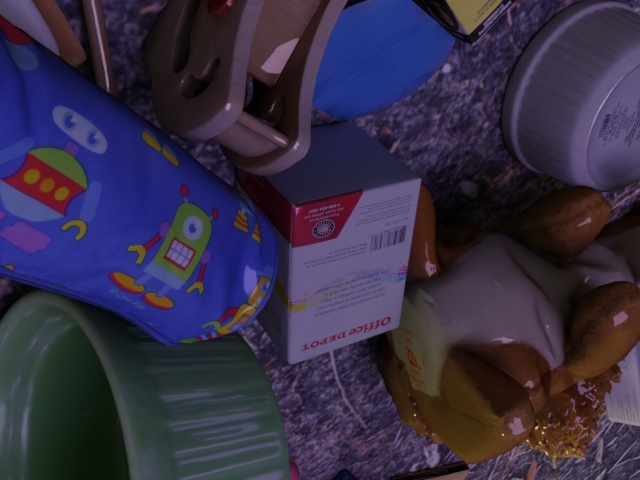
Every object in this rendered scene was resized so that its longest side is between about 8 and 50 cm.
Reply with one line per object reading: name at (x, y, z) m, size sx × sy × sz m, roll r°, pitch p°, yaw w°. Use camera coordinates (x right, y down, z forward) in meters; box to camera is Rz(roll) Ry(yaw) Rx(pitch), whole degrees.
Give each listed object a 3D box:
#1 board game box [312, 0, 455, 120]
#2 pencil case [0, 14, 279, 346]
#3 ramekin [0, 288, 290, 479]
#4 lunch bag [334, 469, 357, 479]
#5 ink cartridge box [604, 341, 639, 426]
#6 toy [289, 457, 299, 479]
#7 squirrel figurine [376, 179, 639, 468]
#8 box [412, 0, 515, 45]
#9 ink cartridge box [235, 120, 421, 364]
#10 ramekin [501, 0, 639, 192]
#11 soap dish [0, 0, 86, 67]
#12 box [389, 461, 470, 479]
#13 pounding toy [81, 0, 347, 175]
board game box at (0.037, -0.167, 0.626) m, size 0.133 × 0.033 × 0.168 m, roll -31°, pitch 157°, yaw 27°
pencil case at (-0.141, -0.021, 0.419) m, size 0.306 × 0.119 × 0.133 m, roll 38°, pitch 67°, yaw -59°
ramekin at (-0.162, 0.191, 0.593) m, size 0.148 × 0.303 × 0.303 m, roll 2°, pitch 120°, yaw -44°
lunch bag at (0.009, 0.512, 0.980) m, size 0.293 × 0.221 × 0.138 m, roll -44°, pitch 126°, yaw 4°
ink cartridge box at (0.474, 0.099, 1.085) m, size 0.296 × 0.066 × 0.261 m, roll 58°, pitch 47°, yaw -44°
toy at (-0.053, 0.293, 0.828) m, size 0.056 × 0.137 × 0.237 m, roll -8°, pitch 128°, yaw 12°
squirrel figurine at (0.265, 0.090, 0.821) m, size 0.370 × 0.281 × 0.397 m, roll -17°, pitch 147°, yaw -14°
box at (0.068, -0.260, 0.566) m, size 0.058 × 0.087 × 0.232 m, roll -47°, pitch 136°, yaw 4°
ink cartridge box at (0.000, 0.000, 0.675) m, size 0.128 × 0.127 × 0.176 m, roll -14°, pitch 128°, yaw -25°
ramekin at (0.316, -0.151, 0.795) m, size 0.207 × 0.109 × 0.207 m, roll -18°, pitch 130°, yaw -23°
soap dish at (-0.313, -0.129, 0.379) m, size 0.290 × 0.118 × 0.229 m, roll -33°, pitch 134°, yaw -10°
box at (0.149, 0.455, 1.179) m, size 0.164 × 0.021 × 0.201 m, roll 1°, pitch 119°, yaw -35°
pounding toy at (-0.076, -0.150, 0.499) m, size 0.154 × 0.154 × 0.270 m, roll 25°, pitch 105°, yaw -43°
